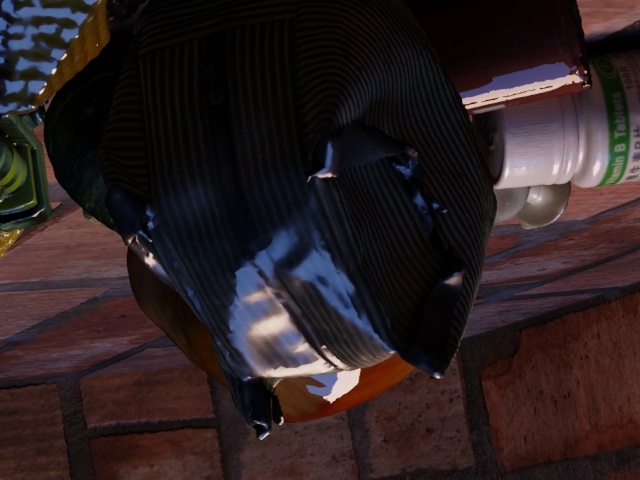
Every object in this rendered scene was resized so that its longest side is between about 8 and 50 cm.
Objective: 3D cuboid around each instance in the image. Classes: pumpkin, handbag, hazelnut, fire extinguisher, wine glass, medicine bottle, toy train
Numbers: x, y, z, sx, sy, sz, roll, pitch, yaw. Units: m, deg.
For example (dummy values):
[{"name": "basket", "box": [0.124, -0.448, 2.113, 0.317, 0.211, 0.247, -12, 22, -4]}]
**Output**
[{"name": "pumpkin", "box": [-0.151, -0.075, 1.613, 0.146, 0.190, 0.190, -44, 153, 28]}, {"name": "handbag", "box": [-0.014, -0.032, 1.426, 0.247, 0.341, 0.240, -17, -147, 17]}, {"name": "hazelnut", "box": [-0.006, 0.004, 1.876, 0.365, 0.366, 0.366, -9, 170, -2]}, {"name": "fire extinguisher", "box": [0.068, -0.126, 1.641, 0.337, 0.147, 0.106, -12, -170, 13]}, {"name": "wine glass", "box": [0.201, -0.065, 2.257, 0.103, 0.103, 0.222, -18, 167, 39]}, {"name": "medicine bottle", "box": [0.280, -0.123, 1.903, 0.236, 0.139, 0.139, -7, 170, -12]}, {"name": "toy train", "box": [-0.273, -0.086, 1.581, 0.083, 0.132, 0.200, -11, 172, 2]}]

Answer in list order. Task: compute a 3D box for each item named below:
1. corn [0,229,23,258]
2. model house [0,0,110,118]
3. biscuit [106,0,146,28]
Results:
[{"name": "corn", "box": [-0.351, -0.029, 1.929, 0.106, 0.106, 0.293, -6, 167, -22]}, {"name": "model house", "box": [-0.218, -0.124, 1.085, 0.229, 0.249, 0.280, -10, 170, -5]}, {"name": "biscuit", "box": [-0.221, -0.180, 1.361, 0.225, 0.042, 0.226, -9, 169, -2]}]
